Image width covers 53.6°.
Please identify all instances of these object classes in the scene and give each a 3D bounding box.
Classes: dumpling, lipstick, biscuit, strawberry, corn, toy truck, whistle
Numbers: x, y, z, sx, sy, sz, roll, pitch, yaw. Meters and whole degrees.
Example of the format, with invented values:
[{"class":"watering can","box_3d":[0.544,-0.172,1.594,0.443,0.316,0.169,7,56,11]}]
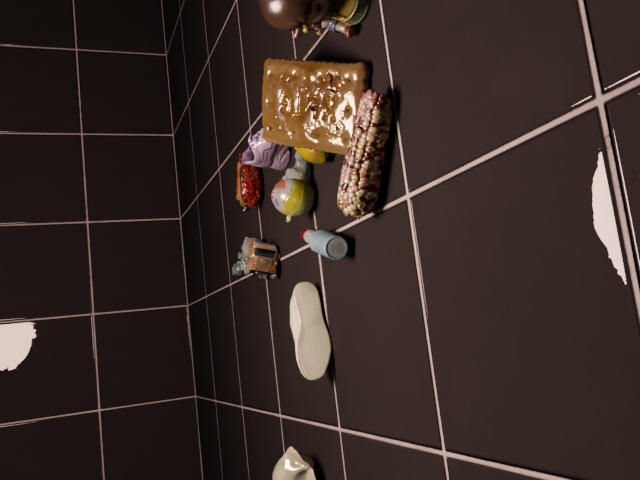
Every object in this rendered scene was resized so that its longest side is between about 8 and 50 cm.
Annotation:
[{"class":"dumpling","box_3d":[-0.060,0.681,1.818,0.151,0.124,0.228,36,143,15]},{"class":"lipstick","box_3d":[0.000,0.000,1.619,0.274,0.068,0.061,-155,57,-72]},{"class":"biscuit","box_3d":[-0.023,-0.319,1.496,0.325,0.044,0.216,18,111,39]},{"class":"strawberry","box_3d":[-0.242,-0.192,2.153,0.140,0.085,0.192,113,152,-61]},{"class":"corn","box_3d":[0.097,-0.178,1.342,0.092,0.092,0.280,-132,48,-57]},{"class":"toy truck","box_3d":[-0.215,0.053,2.103,0.257,0.108,0.140,167,112,-70]},{"class":"whistle","box_3d":[-0.073,-0.159,1.725,0.123,0.123,0.222,173,108,-68]}]

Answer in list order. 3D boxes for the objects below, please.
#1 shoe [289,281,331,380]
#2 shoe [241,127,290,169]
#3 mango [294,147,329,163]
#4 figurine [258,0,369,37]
[{"class":"shoe","box_3d":[-0.034,0.250,1.715,0.110,0.095,0.264,127,141,-65]},{"class":"shoe","box_3d":[-0.145,-0.299,1.835,0.095,0.138,0.245,66,150,31]},{"class":"mango","box_3d":[-0.046,-0.335,1.633,0.176,0.119,0.316,-38,66,58]},{"class":"figurine","box_3d":[-0.033,-0.524,1.361,0.158,0.276,0.160,-4,93,53]}]
